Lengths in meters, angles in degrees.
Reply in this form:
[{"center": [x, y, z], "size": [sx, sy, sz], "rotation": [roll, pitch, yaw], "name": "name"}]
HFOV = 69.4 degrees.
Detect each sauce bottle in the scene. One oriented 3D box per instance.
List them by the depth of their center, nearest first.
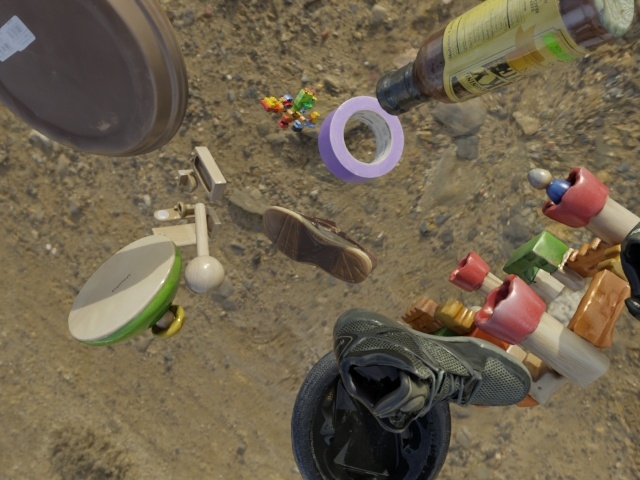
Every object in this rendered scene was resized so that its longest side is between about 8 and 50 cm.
[{"center": [0.212, -0.251, 0.620], "size": [0.344, 0.111, 0.111], "rotation": [-7, 100, 58], "name": "sauce bottle"}]

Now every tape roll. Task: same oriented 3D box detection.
[{"center": [0.095, -0.234, 1.087], "size": [0.189, 0.080, 0.189], "rotation": [0, 89, -20], "name": "tape roll"}]

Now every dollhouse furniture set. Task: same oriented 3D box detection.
[{"center": [-0.285, -0.090, 0.960], "size": [0.144, 0.123, 0.151], "rotation": [57, 138, 28], "name": "dollhouse furniture set"}]

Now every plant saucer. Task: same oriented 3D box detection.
[{"center": [-0.282, -0.201, 0.509], "size": [0.278, 0.041, 0.278], "rotation": [11, 137, 10], "name": "plant saucer"}]

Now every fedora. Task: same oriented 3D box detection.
[{"center": [0.096, 0.352, 0.924], "size": [0.334, 0.152, 0.334], "rotation": [0, 92, 1], "name": "fedora"}]

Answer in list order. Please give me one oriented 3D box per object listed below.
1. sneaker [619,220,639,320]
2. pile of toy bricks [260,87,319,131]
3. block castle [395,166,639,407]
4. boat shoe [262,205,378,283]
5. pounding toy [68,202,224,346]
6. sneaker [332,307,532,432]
[{"center": [0.382, -0.005, 0.493], "size": [0.106, 0.078, 0.234], "rotation": [22, 76, -13], "name": "sneaker"}, {"center": [-0.057, -0.381, 1.297], "size": [0.118, 0.212, 0.105], "rotation": [48, 121, 18], "name": "pile of toy bricks"}, {"center": [0.301, 0.098, 0.803], "size": [0.213, 0.453, 0.303], "rotation": [37, 70, 7], "name": "block castle"}, {"center": [0.000, 0.000, 1.257], "size": [0.342, 0.123, 0.123], "rotation": [25, 116, 21], "name": "boat shoe"}, {"center": [-0.234, 0.080, 0.679], "size": [0.237, 0.183, 0.110], "rotation": [-31, 128, 4], "name": "pounding toy"}, {"center": [0.122, 0.152, 0.486], "size": [0.227, 0.130, 0.087], "rotation": [19, 112, -5], "name": "sneaker"}]
